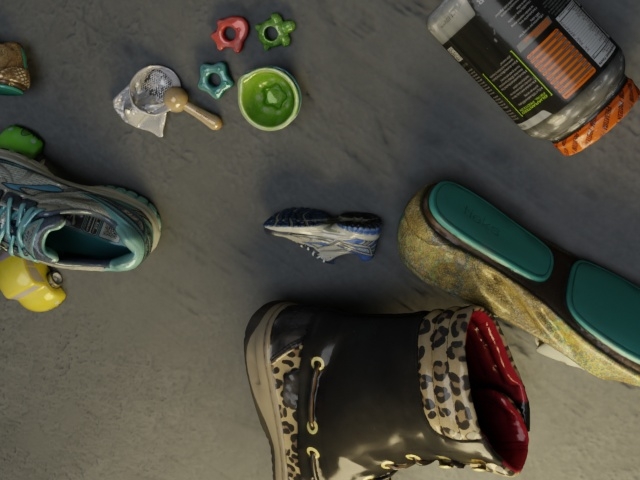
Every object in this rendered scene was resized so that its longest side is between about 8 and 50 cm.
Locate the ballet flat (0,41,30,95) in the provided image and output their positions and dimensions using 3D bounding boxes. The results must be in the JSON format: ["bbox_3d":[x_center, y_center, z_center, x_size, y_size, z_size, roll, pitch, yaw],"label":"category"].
[{"bbox_3d":[-0.431,-0.206,0.979,0.206,0.073,0.067,4,84,10],"label":"ballet flat"}]

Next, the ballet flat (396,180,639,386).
[{"bbox_3d":[0.233,0.062,0.888,0.349,0.123,0.123,32,114,0],"label":"ballet flat"}]

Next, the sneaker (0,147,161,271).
[{"bbox_3d":[-0.322,-0.029,0.939,0.283,0.122,0.110,9,108,-10],"label":"sneaker"}]

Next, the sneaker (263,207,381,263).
[{"bbox_3d":[0.000,0.000,0.947,0.135,0.052,0.058,6,116,12],"label":"sneaker"}]

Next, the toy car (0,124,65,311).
[{"bbox_3d":[-0.406,-0.037,1.033,0.239,0.053,0.224,29,115,2],"label":"toy car"}]

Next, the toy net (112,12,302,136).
[{"bbox_3d":[-0.134,-0.174,0.917,0.232,0.045,0.122,-5,109,16],"label":"toy net"}]

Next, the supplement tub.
[{"bbox_3d":[0.202,-0.178,0.792,0.190,0.117,0.117,46,114,-6],"label":"supplement tub"}]

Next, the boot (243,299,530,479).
[{"bbox_3d":[0.088,0.235,0.934,0.284,0.138,0.377,-9,102,35],"label":"boot"}]
